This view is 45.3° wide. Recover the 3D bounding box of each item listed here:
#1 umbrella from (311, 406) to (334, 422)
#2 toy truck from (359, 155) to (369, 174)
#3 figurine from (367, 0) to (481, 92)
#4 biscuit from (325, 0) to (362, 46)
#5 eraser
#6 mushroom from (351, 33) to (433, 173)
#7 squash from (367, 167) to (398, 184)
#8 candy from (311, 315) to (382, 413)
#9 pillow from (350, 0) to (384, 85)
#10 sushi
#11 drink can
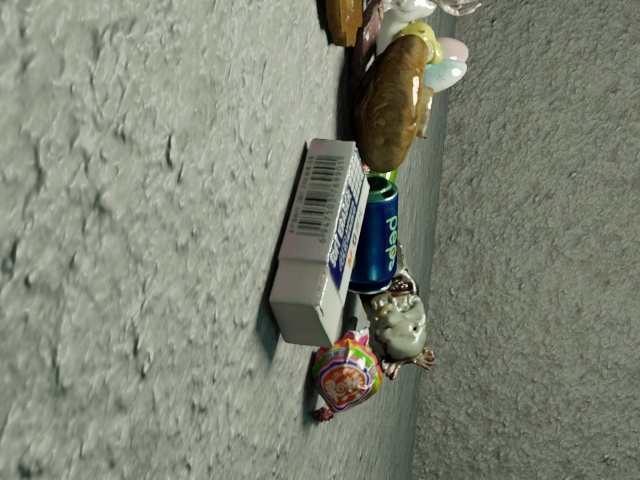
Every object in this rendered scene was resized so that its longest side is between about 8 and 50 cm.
[{"bbox_3d":[0.007,0.316,1.395,0.165,0.025,0.027,46,34,-75],"label":"umbrella"},{"bbox_3d":[0.078,-0.125,1.519,0.032,0.024,0.083,24,73,-45],"label":"toy truck"},{"bbox_3d":[0.234,-0.468,1.555,0.315,0.285,0.206,54,40,-52],"label":"figurine"},{"bbox_3d":[0.039,-0.401,1.236,0.215,0.034,0.182,53,45,-73],"label":"biscuit"},{"bbox_3d":[0.000,0.000,1.119,0.130,0.086,0.287,73,26,-53],"label":"eraser"},{"bbox_3d":[0.135,-0.258,1.419,0.278,0.146,0.278,-168,-90,-89],"label":"mushroom"},{"bbox_3d":[0.132,-0.209,1.586,0.082,0.082,0.292,58,42,-68],"label":"squash"},{"bbox_3d":[0.055,0.204,1.440,0.365,0.124,0.124,-60,153,-78],"label":"candy"},{"bbox_3d":[0.085,-0.376,1.411,0.185,0.043,0.118,-66,170,-50],"label":"pillow"},{"bbox_3d":[0.139,0.119,1.547,0.130,0.124,0.331,93,-15,-69],"label":"sushi"},{"bbox_3d":[0.082,-0.011,1.386,0.118,0.118,0.204,-61,151,-59],"label":"drink can"}]
